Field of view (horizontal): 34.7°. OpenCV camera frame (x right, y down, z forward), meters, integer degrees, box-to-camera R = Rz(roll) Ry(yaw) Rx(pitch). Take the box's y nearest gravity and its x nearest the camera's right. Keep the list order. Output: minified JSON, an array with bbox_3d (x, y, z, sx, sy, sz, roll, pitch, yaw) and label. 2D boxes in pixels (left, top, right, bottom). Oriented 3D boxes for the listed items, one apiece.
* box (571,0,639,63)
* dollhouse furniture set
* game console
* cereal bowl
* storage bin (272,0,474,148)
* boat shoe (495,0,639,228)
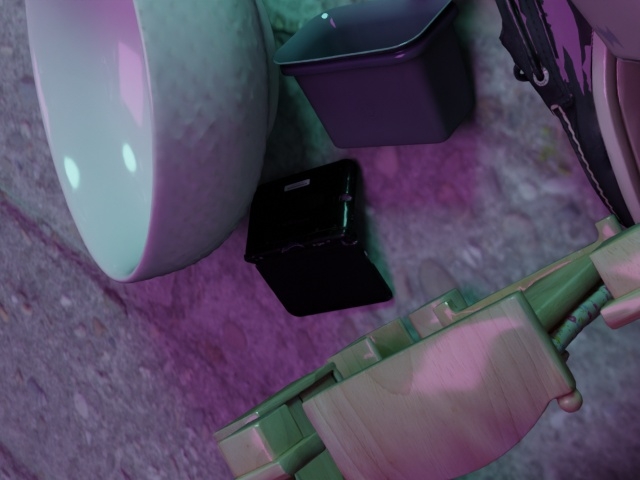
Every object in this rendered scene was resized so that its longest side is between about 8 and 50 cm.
[{"bbox_3d":[0.208,-0.209,0.477,0.232,0.127,0.148,-41,104,5],"label":"box"},{"bbox_3d":[0.129,0.110,0.638,0.356,0.303,0.173,-31,87,32],"label":"dollhouse furniture set"},{"bbox_3d":[0.000,0.000,0.884,0.122,0.071,0.107,-14,62,41],"label":"game console"},{"bbox_3d":[-0.132,-0.141,0.844,0.339,0.141,0.338,35,131,53],"label":"cereal bowl"},{"bbox_3d":[0.049,-0.125,0.765,0.135,0.098,0.091,2,130,40],"label":"storage bin"},{"bbox_3d":[0.157,-0.150,0.626,0.113,0.127,0.340,5,125,55],"label":"boat shoe"}]
